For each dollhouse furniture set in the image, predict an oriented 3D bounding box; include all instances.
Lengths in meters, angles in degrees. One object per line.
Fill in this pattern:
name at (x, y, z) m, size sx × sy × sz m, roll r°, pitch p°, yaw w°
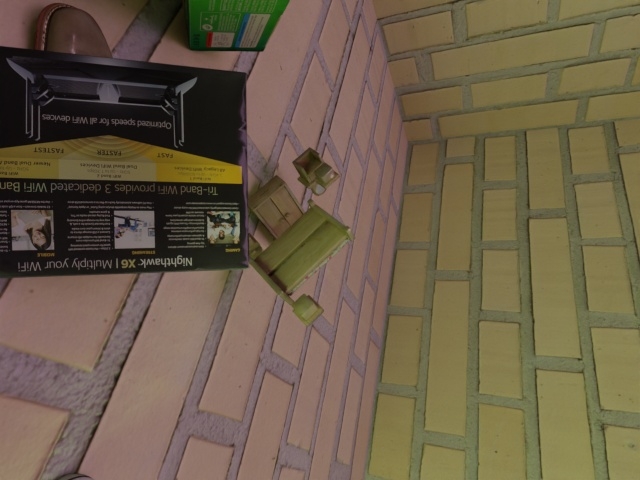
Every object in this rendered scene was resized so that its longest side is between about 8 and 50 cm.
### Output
dollhouse furniture set at (0.000, 0.000, 0.925) m, size 0.303 × 0.355 × 0.174 m, roll -43°, pitch 141°, yaw -7°

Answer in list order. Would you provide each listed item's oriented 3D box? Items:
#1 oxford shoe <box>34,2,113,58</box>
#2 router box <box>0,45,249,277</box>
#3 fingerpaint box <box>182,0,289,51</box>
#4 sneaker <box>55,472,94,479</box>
oxford shoe at (-0.283, -0.147, 0.572) m, size 0.123 × 0.130 × 0.348 m, roll -43°, pitch 128°, yaw -59°
router box at (-0.242, -0.082, 0.480) m, size 0.081 × 0.308 × 0.243 m, roll 179°, pitch -90°, yaw -73°
fingerpaint box at (-0.141, -0.534, 0.582) m, size 0.445 × 0.163 × 0.371 m, roll -155°, pitch -121°, yaw -70°
sneaker at (-0.341, 0.428, 0.438) m, size 0.321 × 0.127 × 0.126 m, roll -59°, pitch 140°, yaw -52°
